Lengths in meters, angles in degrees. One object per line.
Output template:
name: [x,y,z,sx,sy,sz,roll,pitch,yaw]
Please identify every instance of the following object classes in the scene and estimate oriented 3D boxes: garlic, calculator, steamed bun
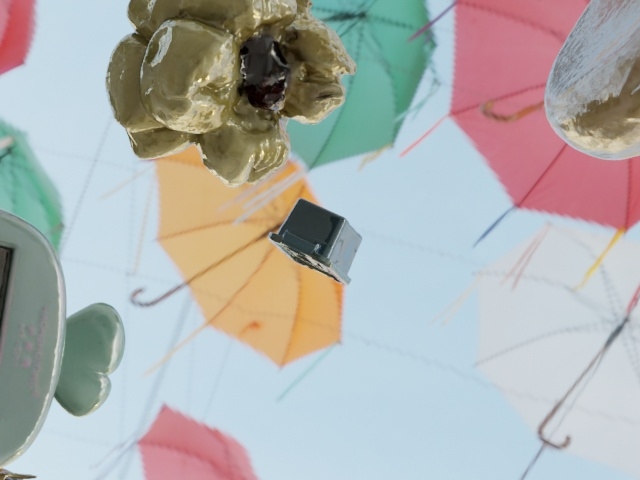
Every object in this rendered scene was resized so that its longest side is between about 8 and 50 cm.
garlic: [0.275,-0.147,1.144,0.110,0.228,0.217,41,-53,-16]
calculator: [-0.265,0.058,0.949,0.041,0.299,0.185,-10,-110,52]
steamed bun: [-0.073,-0.132,1.146,0.177,0.106,0.192,39,-94,-34]

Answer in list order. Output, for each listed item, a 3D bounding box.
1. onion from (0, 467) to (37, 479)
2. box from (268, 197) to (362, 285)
onion: [-0.399,0.334,1.662,0.177,0.177,0.153,10,-48,21]
box: [0.000,0.000,1.445,0.074,0.099,0.054,27,-97,20]
